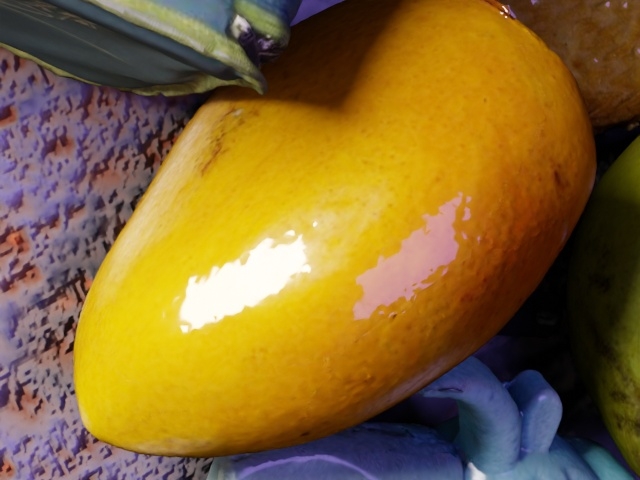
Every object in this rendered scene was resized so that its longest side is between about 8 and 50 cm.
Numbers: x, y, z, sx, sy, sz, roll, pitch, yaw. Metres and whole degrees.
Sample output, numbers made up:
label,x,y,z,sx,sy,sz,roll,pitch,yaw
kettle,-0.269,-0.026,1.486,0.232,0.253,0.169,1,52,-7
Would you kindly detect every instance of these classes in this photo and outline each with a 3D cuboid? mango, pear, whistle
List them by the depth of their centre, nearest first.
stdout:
label,x,y,z,sx,sy,sz,roll,pitch,yaw
mango,0.000,0.000,0.561,0.257,0.187,0.138,-52,156,-23
whistle,0.068,0.137,0.655,0.274,0.093,0.186,7,115,-28
pear,0.243,0.032,0.701,0.212,0.212,0.269,38,48,-25

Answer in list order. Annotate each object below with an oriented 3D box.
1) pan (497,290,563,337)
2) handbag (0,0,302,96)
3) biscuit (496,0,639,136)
label,x,y,z,sx,sy,sz,roll,pitch,yaw
pan,0.051,0.035,0.690,0.235,0.028,0.136,5,87,-31
handbag,-0.108,-0.204,0.488,0.263,0.222,0.241,22,84,-28
biscuit,0.146,-0.211,0.741,0.305,0.038,0.305,1,89,-29
